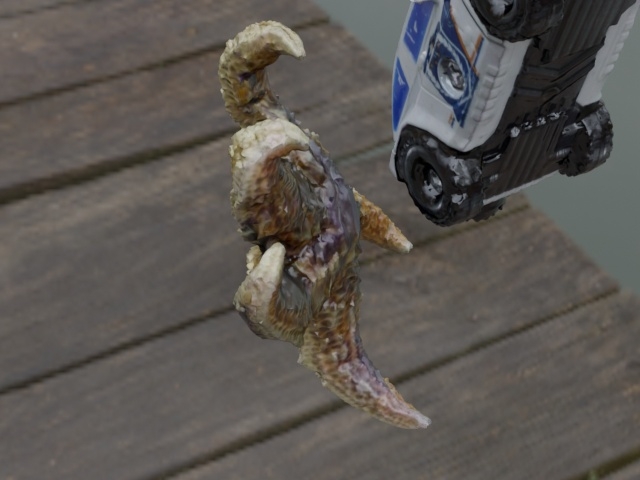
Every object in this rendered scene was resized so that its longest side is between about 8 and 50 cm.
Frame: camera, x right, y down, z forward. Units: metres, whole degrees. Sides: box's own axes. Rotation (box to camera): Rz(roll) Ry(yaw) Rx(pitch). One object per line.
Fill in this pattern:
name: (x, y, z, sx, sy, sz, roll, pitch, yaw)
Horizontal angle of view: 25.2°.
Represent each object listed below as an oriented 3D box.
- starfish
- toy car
starfish: (-0.002, 0.000, 0.707, 0.071, 0.216, 0.238, -6, 6, 19)
toy car: (0.072, -0.070, 0.530, 0.080, 0.170, 0.070, -22, 62, -24)
